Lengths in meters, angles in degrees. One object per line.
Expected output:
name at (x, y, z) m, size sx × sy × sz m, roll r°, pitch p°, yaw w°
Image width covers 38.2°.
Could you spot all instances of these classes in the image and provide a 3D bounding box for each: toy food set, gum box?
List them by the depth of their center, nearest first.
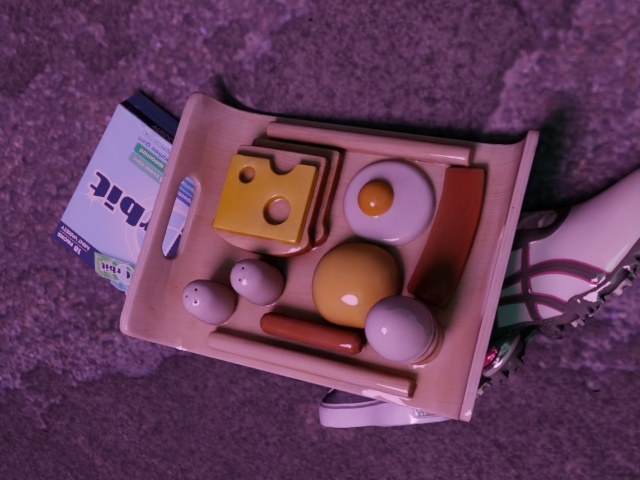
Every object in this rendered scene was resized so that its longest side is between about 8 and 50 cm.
toy food set at (0.000, 0.000, 0.727) m, size 0.306 × 0.092 × 0.220 m, roll 11°, pitch 80°, yaw 24°
gum box at (-0.159, -0.024, 0.895) m, size 0.157 × 0.041 × 0.184 m, roll 38°, pitch 124°, yaw 1°

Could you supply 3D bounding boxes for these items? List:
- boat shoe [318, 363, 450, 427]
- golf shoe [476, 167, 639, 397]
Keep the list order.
boat shoe at (0.051, 0.125, 0.825) m, size 0.228 × 0.080 × 0.076 m, roll 145°, pitch 118°, yaw -72°
golf shoe at (0.165, 0.018, 0.737) m, size 0.120 × 0.105 × 0.273 m, roll 46°, pitch 125°, yaw 2°
